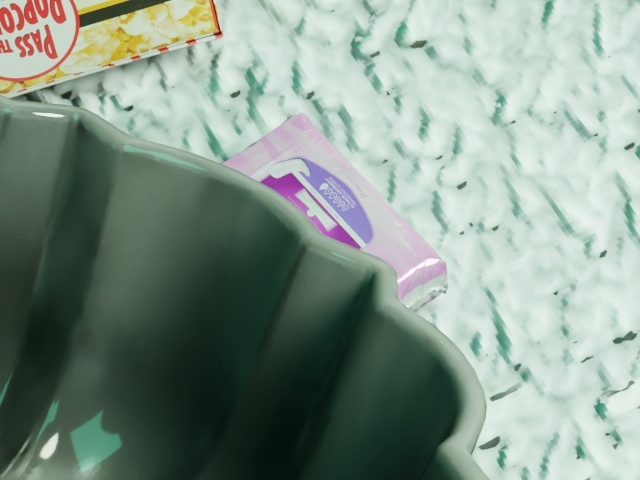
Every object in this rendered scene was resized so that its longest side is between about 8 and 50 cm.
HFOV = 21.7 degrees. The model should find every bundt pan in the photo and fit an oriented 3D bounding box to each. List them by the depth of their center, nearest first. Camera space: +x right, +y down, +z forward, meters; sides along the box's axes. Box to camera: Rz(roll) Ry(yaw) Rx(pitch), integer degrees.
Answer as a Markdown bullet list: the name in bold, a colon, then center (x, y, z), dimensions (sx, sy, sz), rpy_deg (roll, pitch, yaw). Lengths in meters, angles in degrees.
- **bundt pan**: center (-0.129, 0.066, 0.432), dimensions (0.331, 0.124, 0.331), rpy_deg (13, 23, -6)

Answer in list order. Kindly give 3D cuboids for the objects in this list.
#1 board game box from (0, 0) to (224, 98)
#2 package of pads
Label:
- **board game box**: center (-0.127, -0.142, 0.577), dimensions (0.147, 0.193, 0.045), rpy_deg (-17, 32, -9)
- **package of pads**: center (0.000, 0.000, 0.584), dimensions (0.050, 0.032, 0.083), rpy_deg (-35, 66, -18)
